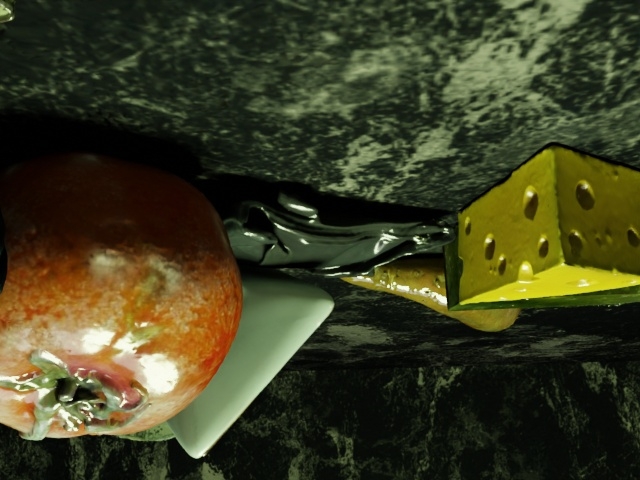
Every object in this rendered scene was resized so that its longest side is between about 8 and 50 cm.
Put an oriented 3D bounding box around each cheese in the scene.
[{"bbox_3d":[0.173,-0.001,0.663,0.126,0.093,0.171,8,165,-33],"label":"cheese"}]

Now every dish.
[{"bbox_3d":[-0.116,0.076,0.756,0.080,0.182,0.243,48,167,-25],"label":"dish"}]

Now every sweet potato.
[{"bbox_3d":[0.170,0.065,0.963,0.346,0.079,0.108,14,172,-38],"label":"sweet potato"}]

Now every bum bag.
[{"bbox_3d":[0.000,0.000,0.719,0.248,0.060,0.123,7,163,-32],"label":"bum bag"}]

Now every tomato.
[{"bbox_3d":[-0.178,0.035,0.582,0.231,0.189,0.232,-1,136,-1],"label":"tomato"}]

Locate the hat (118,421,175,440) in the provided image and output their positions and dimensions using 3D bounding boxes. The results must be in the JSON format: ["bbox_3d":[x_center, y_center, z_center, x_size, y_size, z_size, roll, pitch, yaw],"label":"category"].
[{"bbox_3d":[-0.212,0.131,1.040,0.265,0.266,0.128,-4,134,10],"label":"hat"}]

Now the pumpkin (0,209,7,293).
[{"bbox_3d":[-0.256,-0.010,0.417,0.201,0.202,0.140,-13,-162,39],"label":"pumpkin"}]

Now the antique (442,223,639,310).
[{"bbox_3d":[0.243,0.027,0.813,0.220,0.080,0.081,-2,167,-3],"label":"antique"}]

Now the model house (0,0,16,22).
[{"bbox_3d":[-0.112,-0.113,0.267,0.058,0.057,0.083,-1,165,18],"label":"model house"}]
